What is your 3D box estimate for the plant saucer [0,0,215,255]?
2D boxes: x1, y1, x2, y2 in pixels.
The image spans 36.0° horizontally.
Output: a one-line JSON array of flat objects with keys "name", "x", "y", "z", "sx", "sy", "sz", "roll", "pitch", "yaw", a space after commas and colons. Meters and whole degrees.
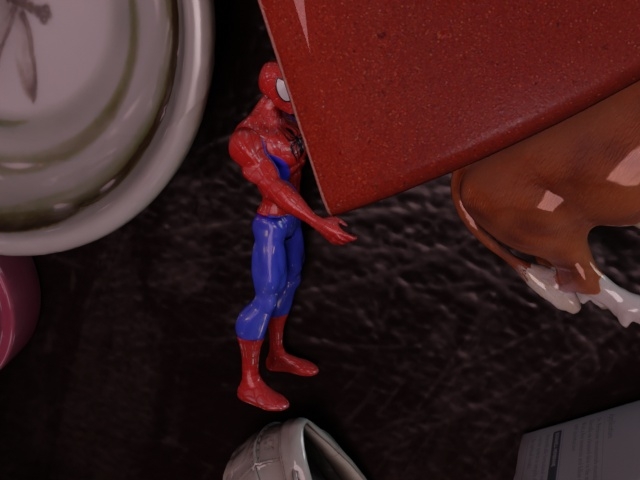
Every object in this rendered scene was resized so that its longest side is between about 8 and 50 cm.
[{"name": "plant saucer", "x": -0.255, "y": -0.188, "z": 0.759, "sx": 0.400, "sy": 0.100, "sz": 0.400, "roll": 6, "pitch": 114, "yaw": 14}]

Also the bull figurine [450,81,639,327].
[{"name": "bull figurine", "x": 0.237, "y": -0.058, "z": 0.653, "sx": 0.310, "sy": 0.101, "sz": 0.188, "roll": -28, "pitch": 104, "yaw": 37}]

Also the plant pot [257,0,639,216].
[{"name": "plant pot", "x": 0.094, "y": -0.207, "z": 0.547, "sx": 0.235, "sy": 0.267, "sz": 0.267, "roll": -11, "pitch": 117, "yaw": 13}]

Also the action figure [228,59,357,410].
[{"name": "action figure", "x": 0.000, "y": 0.000, "z": 0.768, "sx": 0.139, "sy": 0.091, "sz": 0.280, "roll": 8, "pitch": 116, "yaw": 21}]

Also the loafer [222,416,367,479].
[{"name": "loafer", "x": 0.046, "y": 0.292, "z": 0.867, "sx": 0.319, "sy": 0.112, "sz": 0.111, "roll": 49, "pitch": 126, "yaw": -6}]

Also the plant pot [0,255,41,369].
[{"name": "plant pot", "x": -0.379, "y": 0.067, "z": 0.864, "sx": 0.201, "sy": 0.180, "sz": 0.201, "roll": 7, "pitch": 115, "yaw": 15}]

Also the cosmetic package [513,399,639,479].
[{"name": "cosmetic package", "x": 0.295, "y": 0.241, "z": 0.751, "sx": 0.224, "sy": 0.138, "sz": 0.224, "roll": -23, "pitch": 104, "yaw": 26}]
